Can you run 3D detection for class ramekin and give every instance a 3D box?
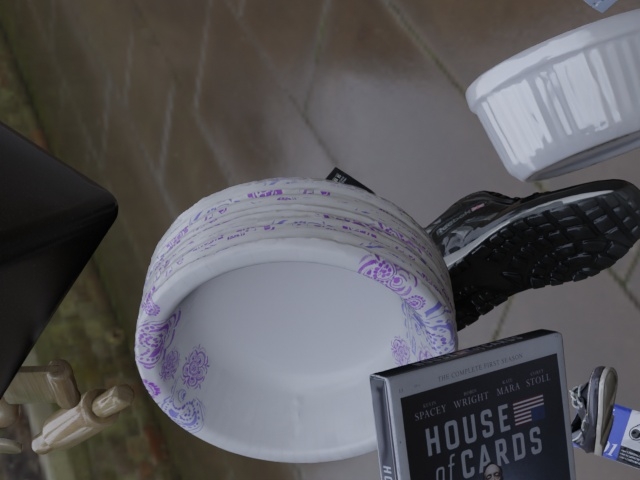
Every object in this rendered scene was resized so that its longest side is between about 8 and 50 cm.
[{"bbox_3d":[0.316,-0.163,1.372,0.273,0.273,0.127,-34,74,64],"label":"ramekin"}]

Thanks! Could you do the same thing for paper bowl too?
[{"bbox_3d":[-0.021,0.063,1.068,0.148,0.284,0.284,-90,11,-48],"label":"paper bowl"}]

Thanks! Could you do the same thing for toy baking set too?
[{"bbox_3d":[-0.253,0.113,0.834,0.256,0.197,0.030,-38,40,53],"label":"toy baking set"}]

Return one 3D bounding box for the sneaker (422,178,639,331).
[{"bbox_3d":[0.180,-0.015,1.147,0.283,0.107,0.124,-26,40,31],"label":"sneaker"}]

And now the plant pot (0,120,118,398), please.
[{"bbox_3d":[-0.245,0.015,0.596,0.187,0.188,0.167,-56,2,9],"label":"plant pot"}]

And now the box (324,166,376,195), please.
[{"bbox_3d":[0.000,0.000,1.772,0.077,0.147,0.180,34,151,9],"label":"box"}]

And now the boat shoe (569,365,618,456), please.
[{"bbox_3d":[0.376,0.238,1.642,0.065,0.075,0.206,17,149,22],"label":"boat shoe"}]

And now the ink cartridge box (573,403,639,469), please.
[{"bbox_3d":[0.549,0.348,2.058,0.207,0.046,0.097,16,84,27],"label":"ink cartridge box"}]

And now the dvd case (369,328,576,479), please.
[{"bbox_3d":[0.125,0.200,0.886,0.030,0.179,0.238,1,99,55],"label":"dvd case"}]

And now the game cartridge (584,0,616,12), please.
[{"bbox_3d":[0.370,-0.352,1.577,0.083,0.056,0.017,48,-167,-5],"label":"game cartridge"}]
